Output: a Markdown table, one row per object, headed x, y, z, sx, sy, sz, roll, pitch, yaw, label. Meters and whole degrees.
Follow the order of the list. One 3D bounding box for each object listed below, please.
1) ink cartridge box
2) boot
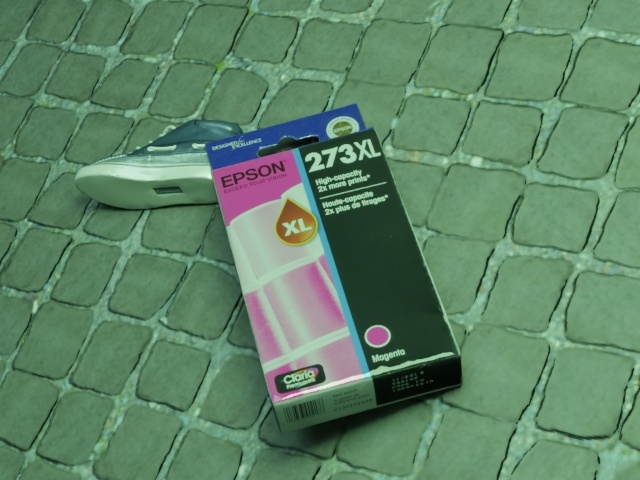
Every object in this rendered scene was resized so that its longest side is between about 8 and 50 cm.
| x | y | z | sx | sy | sz | roll | pitch | yaw | label |
| --- | --- | --- | --- | --- | --- | --- | --- | --- | --- |
| 0.000 | 0.000 | 1.241 | 0.176 | 0.069 | 0.371 | -15 | 51 | -4 | ink cartridge box |
| -0.177 | -0.088 | 1.412 | 0.190 | 0.069 | 0.086 | 2 | 56 | 17 | boot |
